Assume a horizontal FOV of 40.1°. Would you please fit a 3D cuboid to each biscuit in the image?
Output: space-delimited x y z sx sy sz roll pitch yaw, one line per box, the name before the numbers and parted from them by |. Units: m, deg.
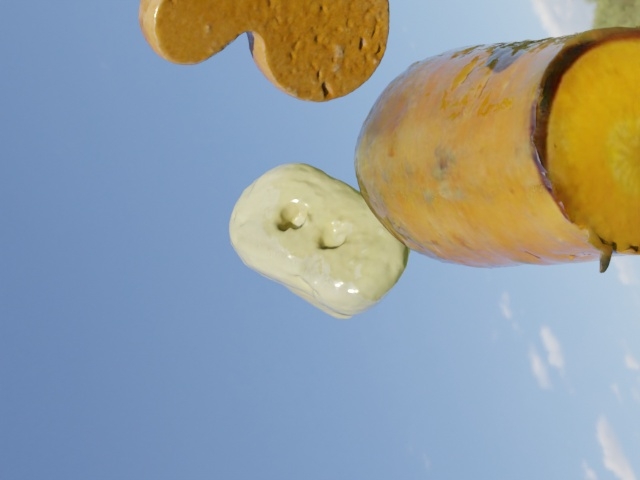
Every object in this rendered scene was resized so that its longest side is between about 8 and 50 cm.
biscuit | -0.043 -0.170 0.459 0.036 0.165 0.250 37 173 48

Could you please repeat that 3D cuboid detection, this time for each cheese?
cheese | 0.000 -0.002 1.214 0.248 0.174 0.251 32 178 -9

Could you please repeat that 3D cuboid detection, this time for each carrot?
carrot | 0.177 -0.083 0.833 0.224 0.340 0.224 0 -90 -22
